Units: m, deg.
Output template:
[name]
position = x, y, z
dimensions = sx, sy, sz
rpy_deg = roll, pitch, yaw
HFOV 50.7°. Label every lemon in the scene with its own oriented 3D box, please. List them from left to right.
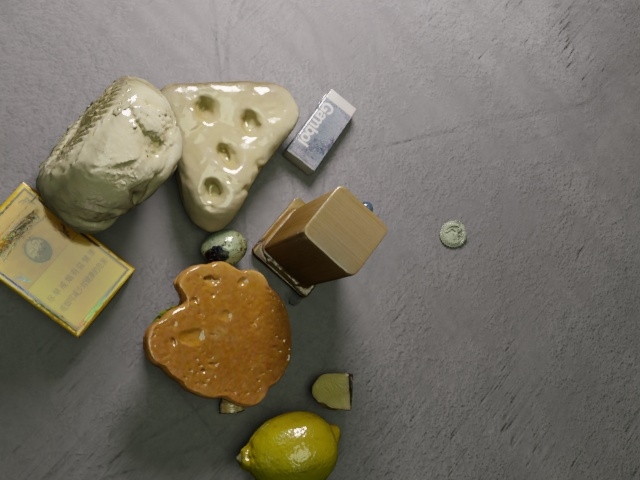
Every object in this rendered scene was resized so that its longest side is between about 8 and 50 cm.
[lemon]
position = -0.066, 0.486, 1.543
dimensions = 0.249, 0.184, 0.184
rpy_deg = -12, 88, -15

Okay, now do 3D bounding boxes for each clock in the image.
[clock]
position = 0.360, -0.018, 1.835
dimensions = 0.083, 0.010, 0.074
rpy_deg = -11, 88, -19

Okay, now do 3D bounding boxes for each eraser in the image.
[eraser]
position = -0.002, -0.277, 1.717
dimensions = 0.092, 0.046, 0.212
rpy_deg = 36, 74, -12

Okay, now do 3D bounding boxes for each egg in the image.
[egg]
position = -0.227, 0.017, 1.587
dimensions = 0.110, 0.085, 0.085
rpy_deg = -6, 86, -24

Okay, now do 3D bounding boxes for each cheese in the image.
[cheese]
position = -0.190, -0.219, 1.601
dimensions = 0.328, 0.129, 0.350
rpy_deg = -17, 89, -19

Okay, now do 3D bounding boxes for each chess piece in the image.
[chess piece]
position = -0.214, 0.315, 1.579
dimensions = 0.060, 0.060, 0.171
rpy_deg = -3, 83, -19

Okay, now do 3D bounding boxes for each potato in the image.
[potato]
position = 0.024, 0.370, 1.650
dimensions = 0.103, 0.066, 0.096
rpy_deg = 11, 56, -9

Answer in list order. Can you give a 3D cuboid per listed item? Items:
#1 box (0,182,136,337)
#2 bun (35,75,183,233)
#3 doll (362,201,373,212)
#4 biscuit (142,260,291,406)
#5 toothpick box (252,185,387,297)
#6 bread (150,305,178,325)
[box]
position = -0.581, 0.045, 1.463
dimensions = 0.301, 0.084, 0.192
rpy_deg = 40, 73, -11
[bun]
position = -0.423, -0.172, 1.416
dimensions = 0.211, 0.360, 0.359
rpy_deg = 42, 72, -26
[doll]
position = 0.102, -0.043, 1.741
dimensions = 0.037, 0.027, 0.125
rpy_deg = 26, 80, -14
[biscuit]
position = -0.220, 0.206, 1.528
dimensions = 0.351, 0.057, 0.312
rpy_deg = 18, 72, -30
[toothpick box]
position = 0.000, 0.000, 1.553
dimensions = 0.187, 0.308, 0.190
rpy_deg = 43, 71, -10
[bread]
position = -0.320, 0.215, 1.544
dimensions = 0.139, 0.071, 0.130
rpy_deg = 29, 72, -14
